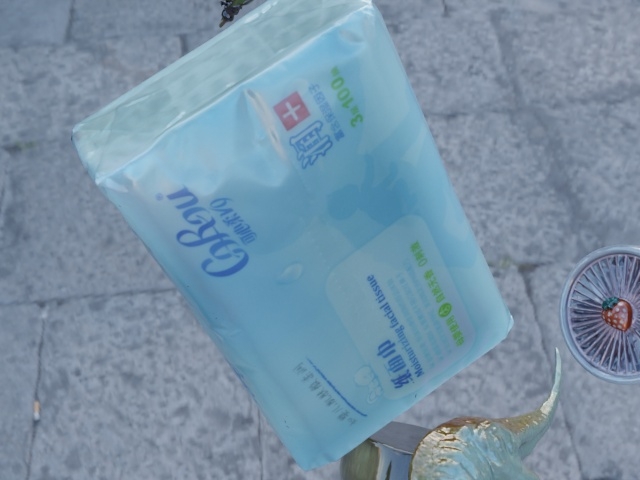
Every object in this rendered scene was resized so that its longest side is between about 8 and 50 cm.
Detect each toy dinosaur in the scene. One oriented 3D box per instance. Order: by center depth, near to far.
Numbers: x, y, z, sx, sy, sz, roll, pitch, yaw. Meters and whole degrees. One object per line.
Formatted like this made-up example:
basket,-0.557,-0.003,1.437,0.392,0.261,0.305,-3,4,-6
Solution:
toy dinosaur,0.177,0.235,0.983,0.092,0.205,0.393,-12,29,53

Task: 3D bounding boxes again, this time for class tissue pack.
tissue pack,0.000,0.000,0.591,0.177,0.263,0.089,-35,35,-8

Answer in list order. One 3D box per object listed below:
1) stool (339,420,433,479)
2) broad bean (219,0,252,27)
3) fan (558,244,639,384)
stool,0.087,0.347,1.087,0.179,0.179,0.264,14,91,13
broad bean,-0.083,-0.454,1.386,0.061,0.339,0.077,18,28,1
fan,0.326,0.100,0.902,0.074,0.130,0.244,2,32,-46
